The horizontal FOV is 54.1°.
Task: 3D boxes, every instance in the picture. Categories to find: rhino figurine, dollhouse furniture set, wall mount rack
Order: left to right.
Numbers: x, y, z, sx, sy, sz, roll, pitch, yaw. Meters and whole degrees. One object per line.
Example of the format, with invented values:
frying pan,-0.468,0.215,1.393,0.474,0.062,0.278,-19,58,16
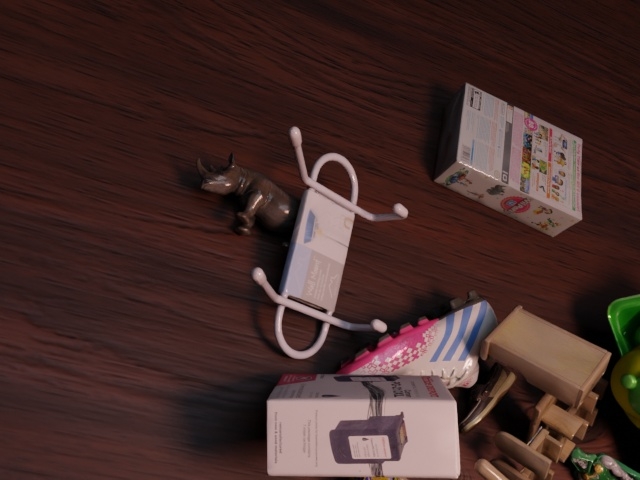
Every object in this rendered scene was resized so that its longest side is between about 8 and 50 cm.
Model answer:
rhino figurine,-0.104,-0.061,1.040,0.243,0.073,0.106,35,59,-10
wall mount rack,0.000,0.000,0.953,0.304,0.130,0.350,27,69,-41
dollhouse furniture set,0.351,0.255,1.030,0.161,0.242,0.212,28,47,34

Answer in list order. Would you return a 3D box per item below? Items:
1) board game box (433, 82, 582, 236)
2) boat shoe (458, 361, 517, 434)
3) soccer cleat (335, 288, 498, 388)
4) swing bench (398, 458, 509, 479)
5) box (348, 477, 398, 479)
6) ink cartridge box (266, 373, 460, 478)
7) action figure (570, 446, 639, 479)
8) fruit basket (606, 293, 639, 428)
board game box,0.401,-0.169,1.323,0.303,0.097,0.224,22,59,-12
boat shoe,0.276,0.268,1.070,0.049,0.056,0.152,43,53,17
soccer cleat,0.181,0.194,1.022,0.331,0.116,0.143,-21,78,-31
swing bench,0.241,0.428,0.839,0.254,0.253,0.165,26,59,-7
box,0.071,0.369,0.914,0.054,0.059,0.169,30,56,-10
ink cartridge box,0.056,0.243,0.843,0.237,0.172,0.100,0,89,3
action figure,0.519,0.438,1.063,0.232,0.137,0.063,40,30,10
fruit basket,0.649,0.249,1.078,0.392,0.282,0.392,-16,90,-72
